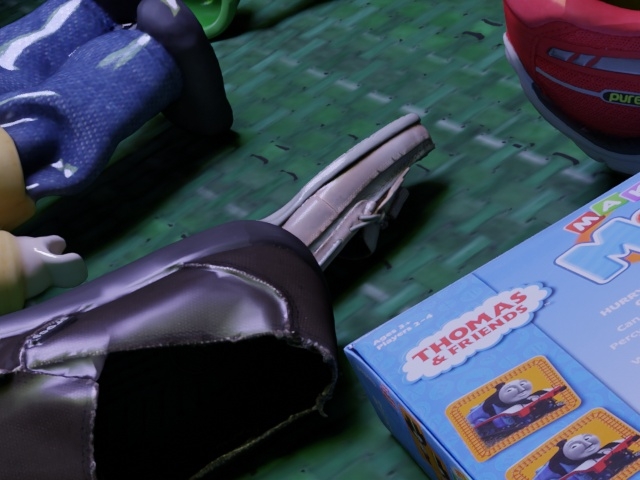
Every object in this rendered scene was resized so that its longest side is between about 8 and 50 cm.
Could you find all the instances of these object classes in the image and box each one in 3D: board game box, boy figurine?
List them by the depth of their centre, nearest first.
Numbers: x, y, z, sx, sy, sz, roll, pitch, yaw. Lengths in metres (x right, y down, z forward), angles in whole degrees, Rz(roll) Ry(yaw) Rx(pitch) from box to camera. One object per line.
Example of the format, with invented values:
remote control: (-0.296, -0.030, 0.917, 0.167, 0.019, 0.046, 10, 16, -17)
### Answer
board game box: (0.115, 0.040, 0.503, 0.160, 0.039, 0.211, -30, 27, -7)
boy figurine: (-0.170, -0.011, 0.799, 0.285, 0.092, 0.177, -41, 48, -20)

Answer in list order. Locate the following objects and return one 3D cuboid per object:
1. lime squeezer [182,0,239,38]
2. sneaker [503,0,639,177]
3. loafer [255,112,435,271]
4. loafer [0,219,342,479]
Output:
lime squeezer: (-0.040, -0.153, 0.979, 0.310, 0.059, 0.110, -24, 27, 8)
sneaker: (0.186, -0.109, 0.591, 0.279, 0.118, 0.107, -26, 49, 16)
loafer: (0.000, 0.000, 0.694, 0.125, 0.039, 0.045, -37, -5, -26)
loafer: (-0.089, 0.064, 0.599, 0.220, 0.080, 0.078, -31, 26, -8)
